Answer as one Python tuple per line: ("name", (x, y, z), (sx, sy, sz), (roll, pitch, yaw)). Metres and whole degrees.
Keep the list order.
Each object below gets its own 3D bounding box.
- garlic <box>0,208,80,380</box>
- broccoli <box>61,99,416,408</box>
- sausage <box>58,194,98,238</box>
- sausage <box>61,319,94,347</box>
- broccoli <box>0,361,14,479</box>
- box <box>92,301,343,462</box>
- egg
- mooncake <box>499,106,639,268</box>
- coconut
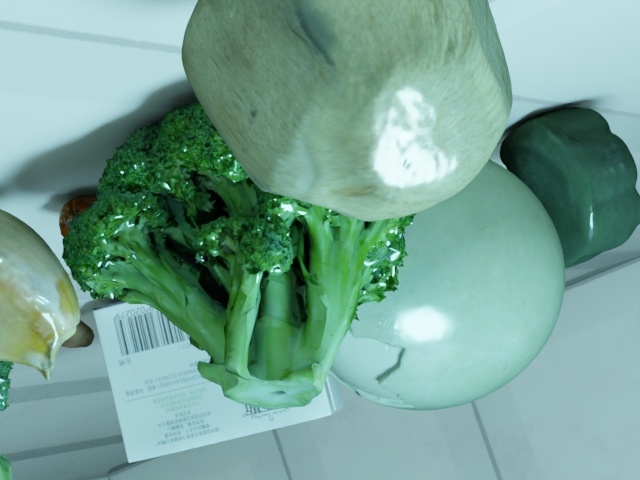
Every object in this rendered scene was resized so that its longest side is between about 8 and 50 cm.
("garlic", (-0.326, 0.050, 1.433), (0.245, 0.164, 0.145), (-8, 179, -5))
("broccoli", (-0.058, 0.009, 1.442), (0.308, 0.275, 0.308), (0, 149, 0))
("sausage", (-0.168, -0.007, 1.704), (0.053, 0.053, 0.348), (-22, 169, 16))
("sausage", (-0.328, 0.108, 2.046), (0.043, 0.043, 0.186), (-22, 168, 18))
("broccoli", (-0.383, 0.157, 1.591), (0.270, 0.270, 0.270), (-21, 126, 10))
("box", (-0.123, 0.144, 2.081), (0.261, 0.194, 0.111), (-13, 177, 6))
("egg", (0.097, 0.035, 1.773), (0.278, 0.278, 0.336), (-24, 163, 28))
("mooncake", (0.274, -0.058, 1.898), (0.104, 0.175, 0.168), (-19, -151, -33))
("coconut", (0.014, -0.122, 1.092), (0.224, 0.224, 0.224), (-18, 169, -4))
